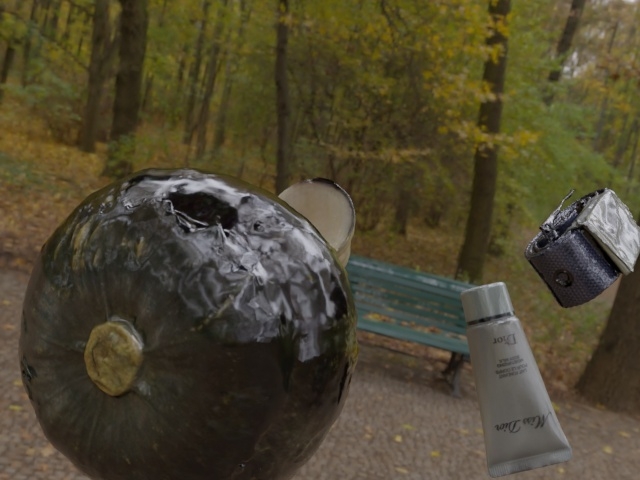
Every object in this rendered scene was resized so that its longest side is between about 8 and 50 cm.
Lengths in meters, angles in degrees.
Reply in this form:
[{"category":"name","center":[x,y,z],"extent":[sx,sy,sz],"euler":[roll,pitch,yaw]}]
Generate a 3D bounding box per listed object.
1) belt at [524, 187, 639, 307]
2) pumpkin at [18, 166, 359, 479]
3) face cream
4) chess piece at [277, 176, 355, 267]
[{"category":"belt","center":[0.394,-0.001,1.180],"extent":[0.140,0.126,0.230],"euler":[-34,2,40]},{"category":"pumpkin","center":[-0.169,0.127,1.028],"extent":[0.455,0.454,0.344],"euler":[16,10,19]},{"category":"face cream","center":[0.313,0.228,1.318],"extent":[0.143,0.314,0.089],"euler":[-13,-8,-2]},{"category":"chess piece","center":[0.000,0.000,1.360],"extent":[0.143,0.142,0.261],"euler":[15,-14,11]}]
